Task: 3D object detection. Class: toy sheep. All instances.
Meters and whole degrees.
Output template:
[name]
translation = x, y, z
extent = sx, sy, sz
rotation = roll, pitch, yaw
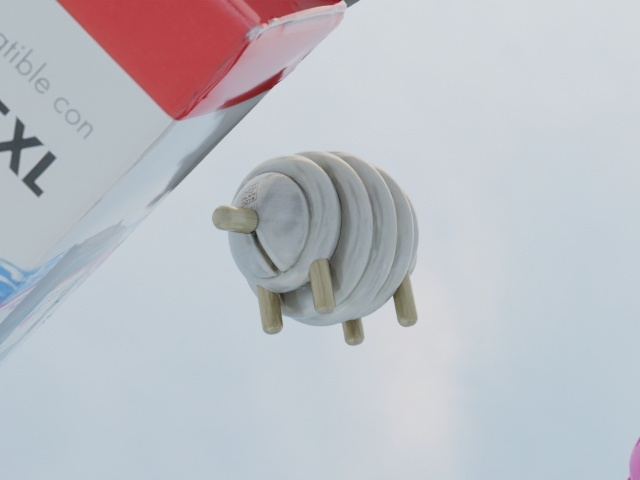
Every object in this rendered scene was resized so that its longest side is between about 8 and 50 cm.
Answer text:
[toy sheep]
translation = 0.000, 0.000, 0.853
extent = 0.132, 0.091, 0.091
rotation = 14, -117, -52

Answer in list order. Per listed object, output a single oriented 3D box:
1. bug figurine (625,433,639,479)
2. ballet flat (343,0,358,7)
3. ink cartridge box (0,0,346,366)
[bug figurine]
translation = 0.093, 0.169, 0.592
extent = 0.279, 0.072, 0.216
rotation = -40, -37, -55
[ballet flat]
translation = 0.021, -0.212, 0.717
extent = 0.084, 0.058, 0.250
rotation = 11, -73, 0
[ink cartridge box]
translation = -0.093, -0.046, 0.384
extent = 0.134, 0.231, 0.078
rotation = 46, -163, 2
